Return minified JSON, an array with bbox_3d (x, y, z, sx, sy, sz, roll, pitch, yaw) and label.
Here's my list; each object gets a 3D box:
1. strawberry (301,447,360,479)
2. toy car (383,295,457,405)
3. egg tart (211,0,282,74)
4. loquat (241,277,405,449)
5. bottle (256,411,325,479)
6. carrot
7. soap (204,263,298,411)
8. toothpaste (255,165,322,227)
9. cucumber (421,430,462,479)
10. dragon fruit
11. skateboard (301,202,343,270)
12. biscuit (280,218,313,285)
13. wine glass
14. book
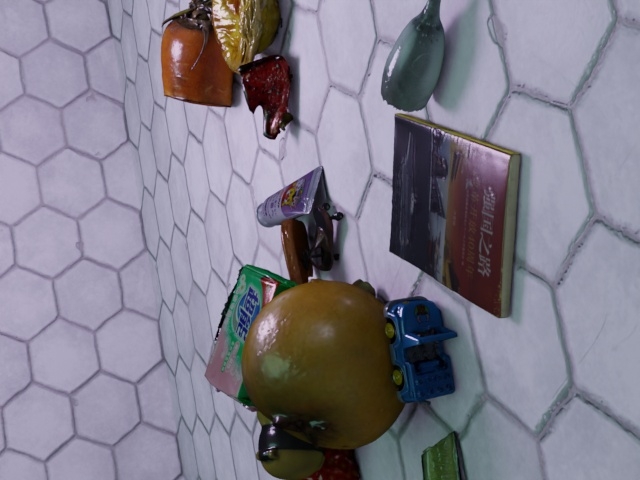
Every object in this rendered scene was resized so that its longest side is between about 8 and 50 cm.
[{"bbox_3d":[-0.033,0.484,2.229,0.336,0.149,0.265,-122,34,-44],"label":"strawberry"},{"bbox_3d":[0.180,0.191,1.685,0.100,0.097,0.191,-17,81,59],"label":"toy car"},{"bbox_3d":[-0.170,-0.535,2.280,0.295,0.116,0.295,170,90,-68],"label":"egg tart"},{"bbox_3d":[0.023,0.213,1.835,0.359,0.328,0.328,-61,1,-34],"label":"loquat"},{"bbox_3d":[-0.060,0.339,2.105,0.171,0.171,0.351,137,138,-63],"label":"bottle"},{"bbox_3d":[-0.323,-0.488,2.547,0.214,0.193,0.331,-49,-31,-63],"label":"carrot"},{"bbox_3d":[-0.133,0.200,2.031,0.218,0.098,0.273,20,90,51],"label":"soap"},{"bbox_3d":[-0.070,-0.087,2.237,0.299,0.073,0.114,-24,46,65],"label":"toothpaste"},{"bbox_3d":[0.220,0.450,1.720,0.046,0.070,0.220,29,-127,-81],"label":"cucumber"},{"bbox_3d":[-0.110,-0.324,2.208,0.092,0.122,0.192,12,107,49],"label":"dragon fruit"},{"bbox_3d":[0.000,0.000,2.080,0.067,0.080,0.151,36,132,53],"label":"skateboard"},{"bbox_3d":[-0.049,0.045,2.158,0.192,0.036,0.186,5,-109,-79],"label":"biscuit"},{"bbox_3d":[0.139,-0.408,1.589,0.310,0.096,0.264,105,147,-45],"label":"wine glass"},{"bbox_3d":[0.212,-0.054,1.623,0.374,0.028,0.263,-145,53,-61],"label":"book"}]
